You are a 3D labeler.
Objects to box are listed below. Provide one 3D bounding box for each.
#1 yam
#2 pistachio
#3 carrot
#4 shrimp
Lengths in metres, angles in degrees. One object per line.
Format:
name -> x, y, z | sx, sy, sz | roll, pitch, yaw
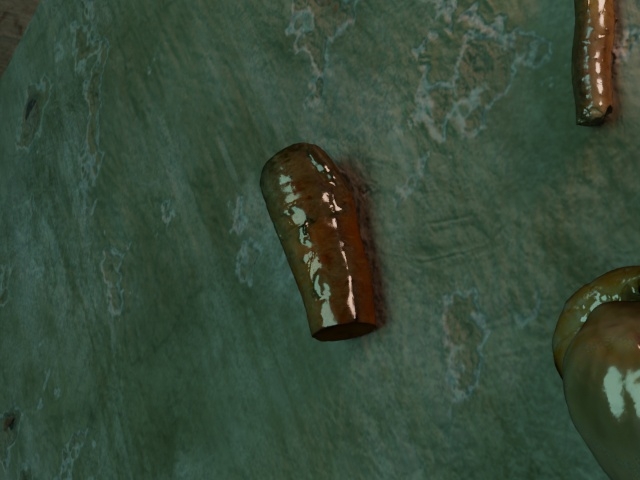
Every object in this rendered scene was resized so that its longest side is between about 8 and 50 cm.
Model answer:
yam -> 0.329, -0.253, 1.161 | 0.056, 0.056, 0.241 | -9, 73, 50
pistachio -> 0.341, 0.184, 0.911 | 0.166, 0.197, 0.288 | -32, 77, -6
carrot -> 0.000, 0.000, 1.450 | 0.138, 0.138, 0.302 | -31, 66, 44
shrimp -> 0.362, 0.089, 1.038 | 0.287, 0.063, 0.152 | -23, 53, 48
